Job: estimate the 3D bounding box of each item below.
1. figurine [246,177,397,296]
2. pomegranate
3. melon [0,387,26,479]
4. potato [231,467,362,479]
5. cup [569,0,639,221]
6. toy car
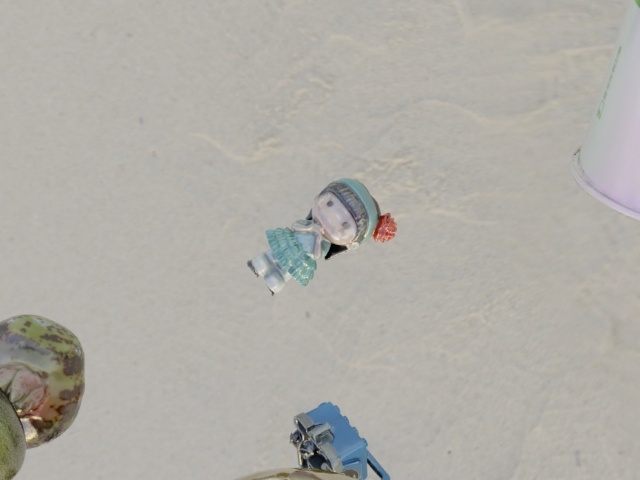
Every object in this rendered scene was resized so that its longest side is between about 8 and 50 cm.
[{"bbox_3d":[0.000,0.000,1.760,0.245,0.110,0.138,-36,95,3],"label":"figurine"},{"bbox_3d":[-0.296,0.149,1.059,0.163,0.125,0.138,17,90,60],"label":"pomegranate"},{"bbox_3d":[-0.314,0.167,0.908,0.099,0.099,0.162,20,149,24],"label":"melon"},{"bbox_3d":[-0.011,0.434,0.939,0.385,0.319,0.442,9,79,3],"label":"potato"},{"bbox_3d":[0.385,-0.165,0.976,0.253,0.253,0.274,19,120,24],"label":"cup"},{"bbox_3d":[0.026,0.286,1.306,0.097,0.100,0.191,46,150,42],"label":"toy car"}]
